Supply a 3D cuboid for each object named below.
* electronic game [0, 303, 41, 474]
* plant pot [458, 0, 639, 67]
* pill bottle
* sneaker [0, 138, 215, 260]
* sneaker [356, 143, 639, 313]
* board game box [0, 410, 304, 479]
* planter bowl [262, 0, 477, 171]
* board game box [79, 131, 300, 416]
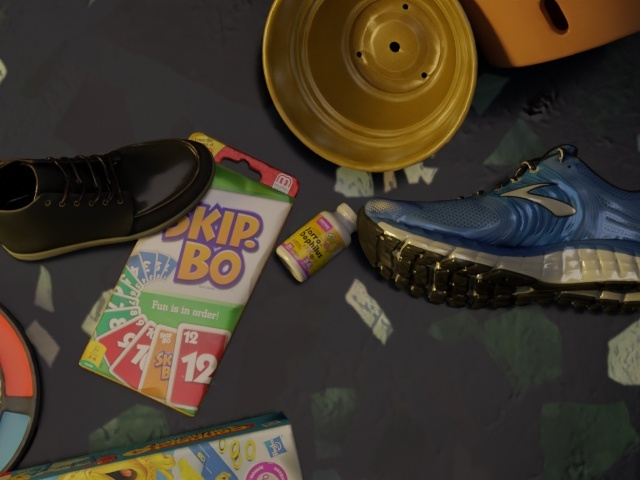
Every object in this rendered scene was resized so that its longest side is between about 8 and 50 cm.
[{"bbox_3d":[-0.380,0.146,1.514,0.229,0.048,0.229,1,84,-5],"label":"electronic game"},{"bbox_3d":[0.226,-0.292,1.521,0.291,0.291,0.203,-22,103,-8],"label":"plant pot"},{"bbox_3d":[0.000,0.000,1.570,0.083,0.043,0.043,-39,89,-9],"label":"pill bottle"},{"bbox_3d":[-0.210,-0.049,1.498,0.222,0.118,0.083,-22,70,0],"label":"sneaker"},{"bbox_3d":[0.197,-0.016,1.568,0.330,0.130,0.147,5,69,-8],"label":"sneaker"},{"bbox_3d":[-0.146,0.342,1.481,0.302,0.086,0.308,-12,92,-7],"label":"board game box"},{"bbox_3d":[0.060,-0.182,1.554,0.217,0.090,0.217,7,109,21],"label":"planter bowl"},{"bbox_3d":[-0.124,0.030,1.562,0.124,0.039,0.259,25,79,-3],"label":"board game box"}]
